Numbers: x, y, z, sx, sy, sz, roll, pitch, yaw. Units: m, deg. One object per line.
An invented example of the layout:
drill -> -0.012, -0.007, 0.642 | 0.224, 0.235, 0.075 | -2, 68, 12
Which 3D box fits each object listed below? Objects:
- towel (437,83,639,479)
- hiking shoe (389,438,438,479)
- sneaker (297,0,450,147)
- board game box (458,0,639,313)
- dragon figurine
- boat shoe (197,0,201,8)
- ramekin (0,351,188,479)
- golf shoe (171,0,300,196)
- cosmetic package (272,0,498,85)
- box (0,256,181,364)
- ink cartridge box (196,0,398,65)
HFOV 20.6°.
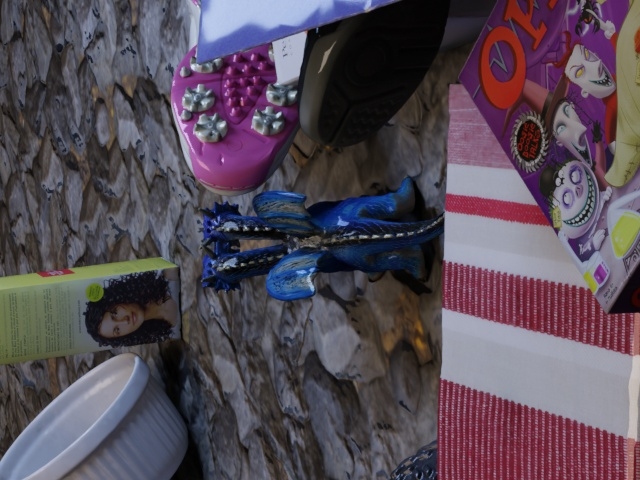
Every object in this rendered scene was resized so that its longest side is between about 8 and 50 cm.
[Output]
towel -> 0.149, 0.059, 1.136 | 0.237, 0.037, 0.329 | -168, 79, -64
hiking shoe -> 0.086, 0.257, 1.304 | 0.086, 0.114, 0.226 | 9, 76, 59
sneaker -> 0.020, -0.178, 1.112 | 0.130, 0.087, 0.227 | 39, 123, 47
board game box -> 0.199, -0.151, 0.947 | 0.347, 0.056, 0.208 | -65, 35, 38
dragon figurine -> 0.000, 0.000, 1.355 | 0.289, 0.144, 0.085 | 176, 87, -66
boat shoe -> -0.054, -0.264, 1.413 | 0.078, 0.070, 0.219 | -27, 47, 43
ramekin -> -0.237, 0.228, 1.876 | 0.109, 0.207, 0.207 | 50, 161, -15
golf shoe -> -0.064, -0.125, 1.468 | 0.306, 0.115, 0.140 | -89, 1, -48
cosmetic package -> 0.036, -0.318, 1.253 | 0.284, 0.097, 0.377 | 168, 94, -68
box -> -0.263, 0.074, 1.845 | 0.058, 0.232, 0.087 | -155, 60, -62
ink cartridge box -> 0.016, -0.284, 1.017 | 0.304, 0.072, 0.307 | -12, 66, 44
